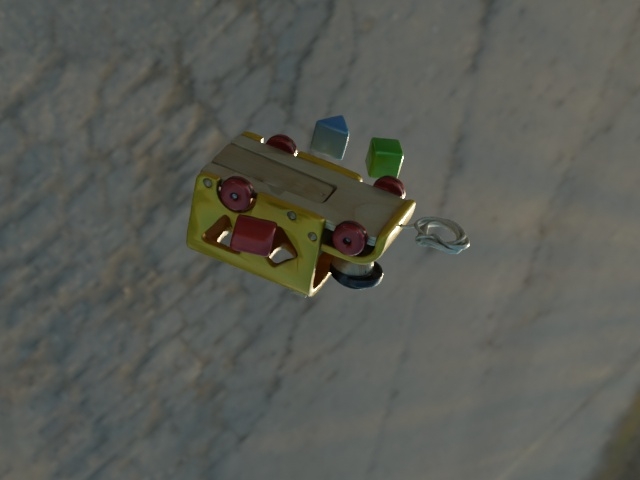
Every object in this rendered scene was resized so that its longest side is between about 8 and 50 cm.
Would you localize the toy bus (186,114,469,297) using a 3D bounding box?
[{"bbox_3d":[-0.009,-0.007,1.247,0.191,0.202,0.104,-4,127,-23],"label":"toy bus"}]
